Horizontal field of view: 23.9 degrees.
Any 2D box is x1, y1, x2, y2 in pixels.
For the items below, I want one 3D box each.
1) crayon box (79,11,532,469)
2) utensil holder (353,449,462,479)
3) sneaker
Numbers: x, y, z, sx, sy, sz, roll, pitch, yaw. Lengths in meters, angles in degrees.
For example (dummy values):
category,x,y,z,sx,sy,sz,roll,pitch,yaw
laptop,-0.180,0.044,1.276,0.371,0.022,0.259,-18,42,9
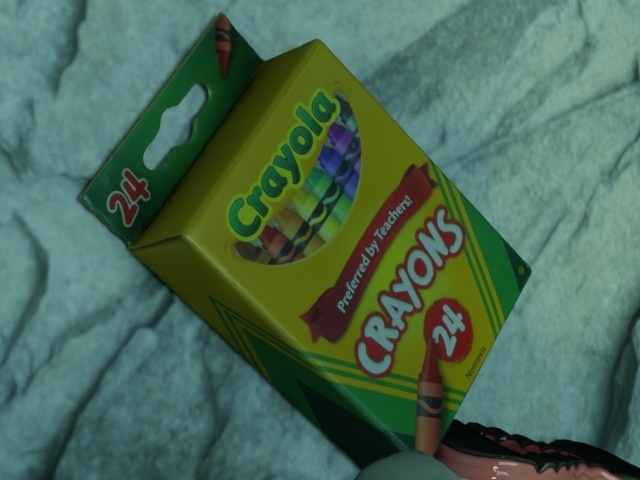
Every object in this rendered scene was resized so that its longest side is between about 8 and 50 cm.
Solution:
category,x,y,z,sx,sy,sz,roll,pitch,yaw
crayon box,0.000,0.000,1.120,0.318,0.081,0.202,44,60,-23
utensil holder,-0.052,0.335,0.806,0.385,0.327,0.327,-23,97,-13
sneaker,0.188,0.235,1.229,0.314,0.116,0.136,16,95,-37
